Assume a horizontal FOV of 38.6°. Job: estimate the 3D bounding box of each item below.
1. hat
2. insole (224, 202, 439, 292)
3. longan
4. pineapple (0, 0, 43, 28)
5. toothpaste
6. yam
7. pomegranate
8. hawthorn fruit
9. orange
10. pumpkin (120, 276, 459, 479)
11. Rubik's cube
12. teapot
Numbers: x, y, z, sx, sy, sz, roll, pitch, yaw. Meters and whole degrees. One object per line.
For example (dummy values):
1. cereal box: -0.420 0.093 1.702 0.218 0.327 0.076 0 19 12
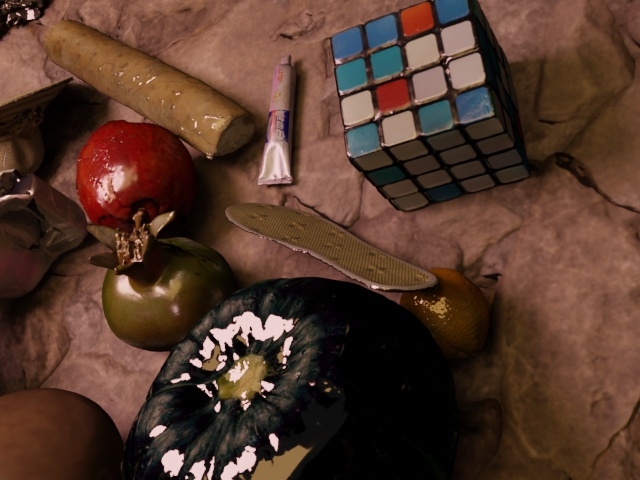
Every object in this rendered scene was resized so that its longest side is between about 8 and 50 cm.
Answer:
1. hat: -0.432 -0.128 1.223 0.251 0.252 0.110 -13 107 21
2. insole: 0.000 0.000 0.949 0.322 0.109 0.007 26 118 51
3. longan: -0.306 0.276 0.954 0.248 0.248 0.248 -10 67 23
4. pineapple: -0.483 -0.344 1.372 0.159 0.074 0.074 -22 62 8
5. toothpaste: -0.047 -0.146 1.098 0.045 0.028 0.170 -1 72 19
6. yam: -0.227 -0.202 1.180 0.371 0.083 0.083 33 87 34
7. pomegranate: -0.177 0.042 0.995 0.151 0.191 0.131 -7 53 22
8. hawthorn fruit: -0.212 -0.060 1.067 0.148 0.148 0.172 -41 32 6
9. orange: 0.123 0.074 0.897 0.085 0.085 0.095 -40 65 7
10. pumpkin: -0.022 0.191 0.839 0.315 0.238 0.315 -15 46 16
11. Rubik's cube: 0.115 -0.138 0.940 0.154 0.155 0.151 -16 64 21
12. teapot: -0.412 -0.019 1.145 0.221 0.178 0.163 -46 57 11
